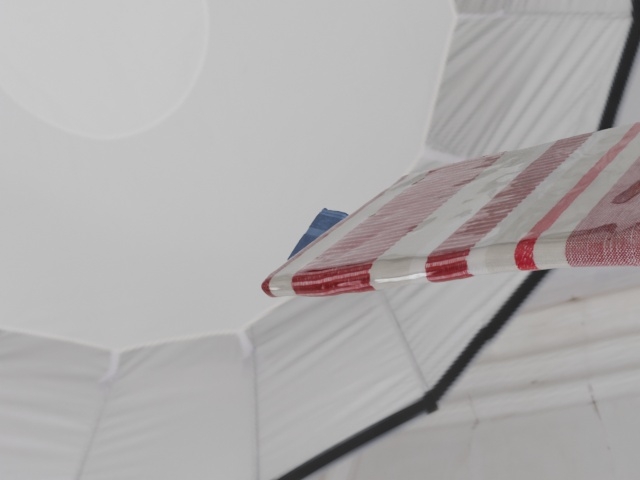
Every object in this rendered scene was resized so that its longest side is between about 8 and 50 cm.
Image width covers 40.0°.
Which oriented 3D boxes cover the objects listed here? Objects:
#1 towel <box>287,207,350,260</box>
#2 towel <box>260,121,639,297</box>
[{"bbox_3d":[0.000,0.000,1.477,0.067,0.029,0.119,15,-119,42],"label":"towel"},{"bbox_3d":[0.140,-0.022,0.668,0.329,0.037,0.237,-9,-162,43],"label":"towel"}]
